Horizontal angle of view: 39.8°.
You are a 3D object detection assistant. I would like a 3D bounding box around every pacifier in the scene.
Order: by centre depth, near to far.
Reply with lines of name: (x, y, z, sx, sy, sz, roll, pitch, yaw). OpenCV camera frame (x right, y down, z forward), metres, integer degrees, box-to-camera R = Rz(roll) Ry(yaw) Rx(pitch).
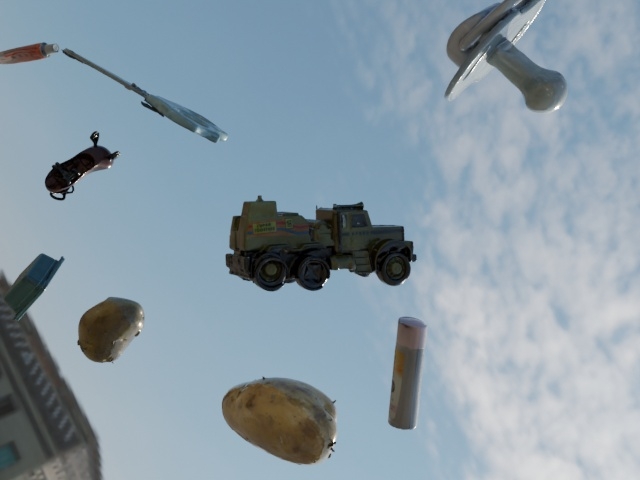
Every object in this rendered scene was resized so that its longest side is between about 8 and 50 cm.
pacifier: (0.349, -0.321, 1.561, 0.226, 0.287, 0.238, 44, -52, 4)

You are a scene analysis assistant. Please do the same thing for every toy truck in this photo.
toy truck: (0.002, 0.005, 1.254, 0.127, 0.257, 0.127, -174, -94, -68)

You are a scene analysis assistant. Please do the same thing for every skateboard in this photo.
skateboard: (-0.449, -0.130, 1.643, 0.067, 0.151, 0.080, 43, -33, 9)

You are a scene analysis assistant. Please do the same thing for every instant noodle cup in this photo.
instant noodle cup: (-0.774, 0.113, 2.374, 0.070, 0.157, 0.179, 41, 26, -16)

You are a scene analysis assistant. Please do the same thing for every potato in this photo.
potato: (-0.059, 0.282, 1.416, 0.161, 0.128, 0.235, 42, -27, -17)
potato: (-0.482, 0.199, 2.031, 0.137, 0.176, 0.137, 42, 9, -8)

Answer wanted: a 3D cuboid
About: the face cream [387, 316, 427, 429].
face cream: (0.216, 0.327, 2.192, 0.107, 0.073, 0.269, -147, -119, -71)

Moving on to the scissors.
scissors: (-0.349, -0.284, 1.735, 0.360, 0.029, 0.191, 27, 10, -2)

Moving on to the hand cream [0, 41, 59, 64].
hand cream: (-0.735, -0.456, 2.168, 0.216, 0.038, 0.052, -6, -40, 23)
